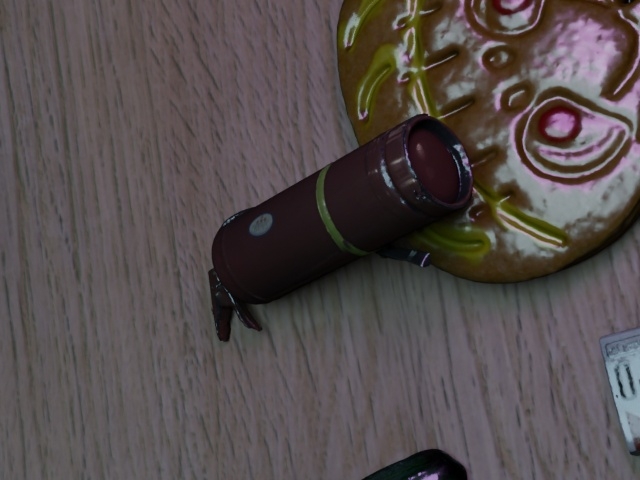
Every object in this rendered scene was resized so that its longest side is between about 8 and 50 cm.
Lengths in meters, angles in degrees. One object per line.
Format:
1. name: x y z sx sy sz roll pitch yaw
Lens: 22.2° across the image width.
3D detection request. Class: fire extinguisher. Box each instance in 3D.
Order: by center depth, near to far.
1. fire extinguisher: 0.000 0.000 1.598 0.341 0.105 0.141 -29 72 40

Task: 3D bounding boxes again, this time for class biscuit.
1. biscuit: 0.187 -0.164 1.587 0.350 0.070 0.394 -31 71 16

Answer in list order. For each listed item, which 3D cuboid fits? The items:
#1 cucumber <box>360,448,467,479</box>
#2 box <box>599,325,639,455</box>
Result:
1. cucumber: 0.038 0.290 1.586 0.244 0.063 0.115 -44 69 9
2. box: 0.355 0.120 1.489 0.177 0.036 0.115 -18 76 19
